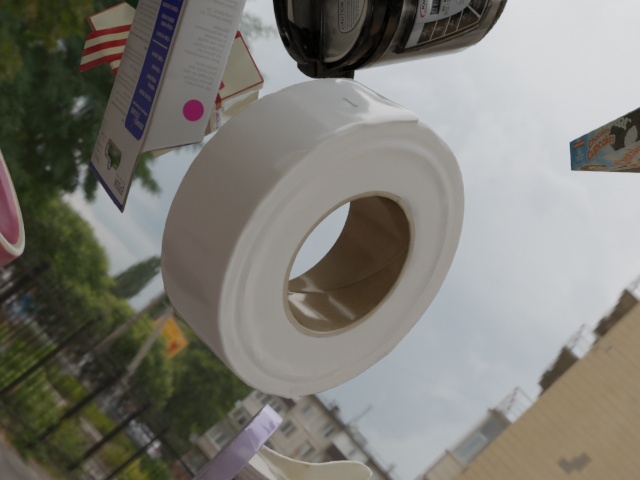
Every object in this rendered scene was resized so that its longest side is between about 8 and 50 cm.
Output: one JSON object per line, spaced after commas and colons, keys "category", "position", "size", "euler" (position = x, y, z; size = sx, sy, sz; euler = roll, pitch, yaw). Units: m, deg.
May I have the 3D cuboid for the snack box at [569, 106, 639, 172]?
{"category": "snack box", "position": [0.576, -0.174, 1.558], "size": [0.322, 0.187, 0.060], "euler": [149, -59, -72]}

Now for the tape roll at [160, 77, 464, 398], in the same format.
{"category": "tape roll", "position": [0.000, 0.000, 0.866], "size": [0.100, 0.286, 0.286], "euler": [38, -19, 42]}

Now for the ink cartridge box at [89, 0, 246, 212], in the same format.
{"category": "ink cartridge box", "position": [-0.134, -0.217, 0.914], "size": [0.069, 0.371, 0.176], "euler": [16, 12, -28]}

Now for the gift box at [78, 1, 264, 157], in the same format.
{"category": "gift box", "position": [-0.261, -0.289, 1.648], "size": [0.255, 0.276, 0.258], "euler": [59, -10, 3]}

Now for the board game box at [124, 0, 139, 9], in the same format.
{"category": "board game box", "position": [-0.258, -0.348, 1.060], "size": [0.317, 0.046, 0.213], "euler": [34, 18, -25]}

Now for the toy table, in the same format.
{"category": "toy table", "position": [-0.072, 0.314, 1.107], "size": [0.161, 0.252, 0.274], "euler": [43, -20, 4]}

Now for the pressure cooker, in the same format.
{"category": "pressure cooker", "position": [0.095, -0.496, 1.736], "size": [0.375, 0.420, 0.370], "euler": [-36, -108, 57]}

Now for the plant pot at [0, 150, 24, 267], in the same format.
{"category": "plant pot", "position": [-0.298, -0.019, 0.594], "size": [0.201, 0.180, 0.201], "euler": [161, -90, -84]}
